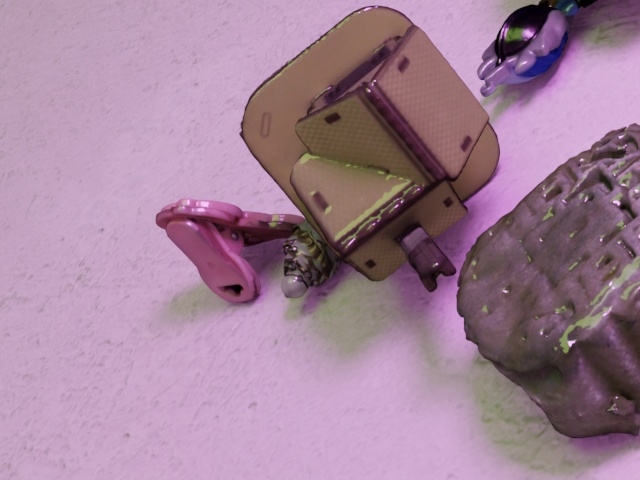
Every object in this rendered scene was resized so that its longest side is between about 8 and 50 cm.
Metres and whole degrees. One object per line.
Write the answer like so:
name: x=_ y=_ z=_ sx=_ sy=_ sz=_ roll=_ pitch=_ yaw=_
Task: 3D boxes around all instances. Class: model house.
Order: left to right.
model house: x=0.056 y=-0.071 z=1.339 sx=0.205 sy=0.218 sz=0.278 roll=-39 pitch=13 yaw=7

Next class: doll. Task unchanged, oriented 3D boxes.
doll: x=0.221 y=-0.213 z=1.539 sx=0.195 sy=0.070 sz=0.096 roll=-47 pitch=25 yaw=-25

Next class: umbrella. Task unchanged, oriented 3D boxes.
umbrella: x=0.000 y=0.000 z=1.528 sx=0.062 sy=0.067 sz=0.143 roll=26 pitch=64 yaw=9

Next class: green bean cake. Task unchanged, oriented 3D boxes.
green bean cake: x=0.231 y=0.034 z=1.198 sx=0.227 sy=0.125 sz=0.222 roll=-42 pitch=32 yaw=9

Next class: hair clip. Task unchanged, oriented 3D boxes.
hair clip: x=-0.101 y=-0.014 z=1.584 sx=0.123 sy=0.138 sz=0.102 roll=-18 pitch=34 yaw=44
